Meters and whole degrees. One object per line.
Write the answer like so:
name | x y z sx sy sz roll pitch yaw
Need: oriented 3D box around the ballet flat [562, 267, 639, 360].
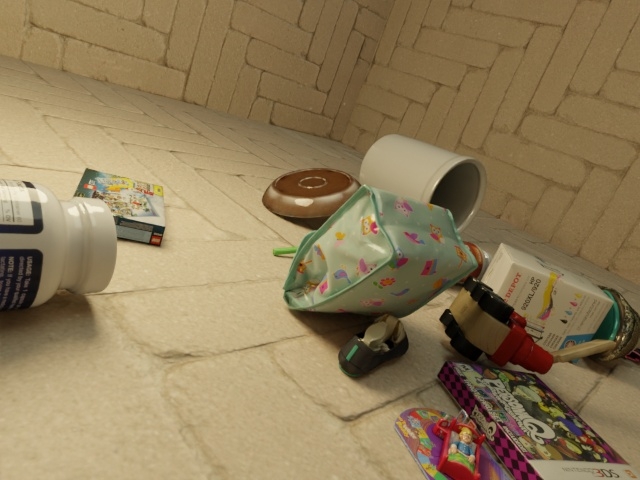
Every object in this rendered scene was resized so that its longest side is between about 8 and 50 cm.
ballet flat | 0.752 0.201 1.201 0.182 0.164 0.483 27 15 1

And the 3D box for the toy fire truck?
toy fire truck | 0.385 0.177 0.855 0.246 0.158 0.217 32 9 2

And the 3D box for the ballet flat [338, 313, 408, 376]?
ballet flat | 0.101 0.159 0.725 0.074 0.074 0.203 31 20 28

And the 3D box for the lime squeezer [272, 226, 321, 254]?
lime squeezer | 0.000 0.000 1.097 0.110 0.059 0.310 26 19 14

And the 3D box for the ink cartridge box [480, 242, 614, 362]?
ink cartridge box | 0.515 0.142 1.070 0.232 0.171 0.168 22 18 6

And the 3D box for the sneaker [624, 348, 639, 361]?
sneaker | 0.848 0.306 1.183 0.119 0.047 0.057 13 24 1

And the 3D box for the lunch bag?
lunch bag | 0.087 0.047 0.762 0.223 0.262 0.160 9 52 -38

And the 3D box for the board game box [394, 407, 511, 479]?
board game box | 0.176 0.263 0.567 0.133 0.033 0.169 12 20 -27

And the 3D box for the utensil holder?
utensil holder | 0.384 -0.218 1.744 0.327 0.328 0.385 5 21 -41

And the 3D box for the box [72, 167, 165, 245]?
box | -0.394 -0.071 0.880 0.159 0.044 0.233 12 20 -25

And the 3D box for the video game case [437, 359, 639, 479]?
video game case | 0.320 0.278 0.669 0.210 0.042 0.232 15 19 -23

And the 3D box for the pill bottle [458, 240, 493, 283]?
pill bottle | 0.377 0.059 1.239 0.216 0.121 0.121 9 22 -32

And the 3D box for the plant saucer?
plant saucer | -0.022 -0.155 1.332 0.310 0.050 0.310 -2 29 1

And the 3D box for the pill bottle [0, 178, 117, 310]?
pill bottle | -0.384 0.005 0.497 0.264 0.153 0.153 2 26 -46
